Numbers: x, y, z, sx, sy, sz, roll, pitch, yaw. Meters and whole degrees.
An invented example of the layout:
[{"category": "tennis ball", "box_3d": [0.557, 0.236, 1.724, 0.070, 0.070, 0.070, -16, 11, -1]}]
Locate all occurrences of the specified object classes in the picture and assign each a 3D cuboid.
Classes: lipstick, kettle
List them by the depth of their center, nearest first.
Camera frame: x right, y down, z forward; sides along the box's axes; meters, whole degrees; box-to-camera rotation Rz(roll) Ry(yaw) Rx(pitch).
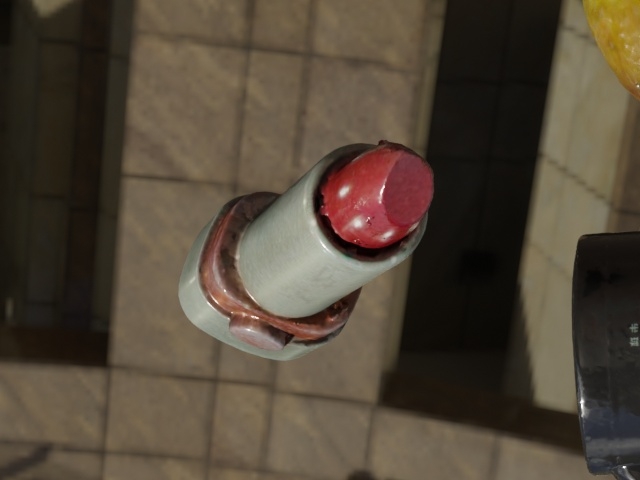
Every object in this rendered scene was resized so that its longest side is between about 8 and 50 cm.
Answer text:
[{"category": "lipstick", "box_3d": [-0.001, 0.001, 0.602, 0.063, 0.057, 0.186, 23, 162, -10]}, {"category": "kettle", "box_3d": [0.365, 0.121, 1.438, 0.290, 0.268, 0.207, -2, 164, 14]}]

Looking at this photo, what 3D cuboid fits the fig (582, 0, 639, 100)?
[{"category": "fig", "box_3d": [0.205, -0.193, 0.961, 0.159, 0.257, 0.159, -23, 178, -1]}]
